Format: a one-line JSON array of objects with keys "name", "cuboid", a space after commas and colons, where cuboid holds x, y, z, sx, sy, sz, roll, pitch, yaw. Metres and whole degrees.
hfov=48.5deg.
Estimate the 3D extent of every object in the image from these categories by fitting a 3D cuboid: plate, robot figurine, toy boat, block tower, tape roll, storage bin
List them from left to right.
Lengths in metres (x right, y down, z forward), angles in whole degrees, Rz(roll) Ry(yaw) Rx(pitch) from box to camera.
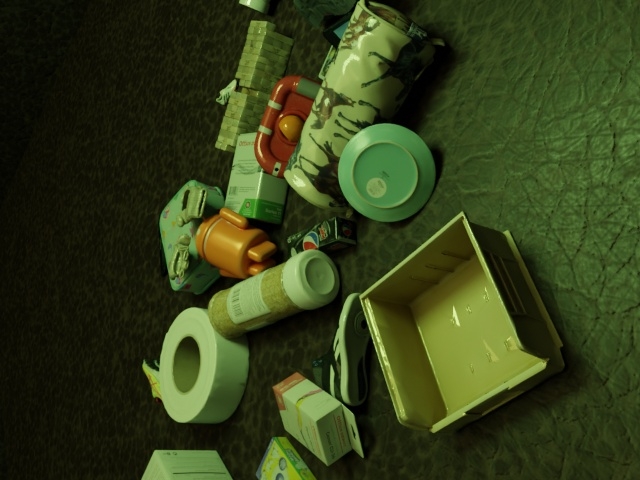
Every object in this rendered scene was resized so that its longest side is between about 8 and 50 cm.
[{"name": "tape roll", "cuboid": [-0.296, 0.312, 1.782, 0.286, 0.100, 0.286, -18, 67, 48]}, {"name": "robot figurine", "cuboid": [-0.209, 0.015, 1.703, 0.219, 0.158, 0.128, 24, 73, 27]}, {"name": "block tower", "cuboid": [-0.168, -0.385, 1.827, 0.091, 0.097, 0.336, 25, 102, 52]}, {"name": "toy boat", "cuboid": [-0.062, -0.247, 1.578, 0.151, 0.150, 0.231, -77, 9, -77]}, {"name": "plate", "cuboid": [0.123, -0.125, 1.341, 0.188, 0.024, 0.188, 4, 105, 14]}, {"name": "storage bin", "cuboid": [0.221, 0.143, 1.157, 0.262, 0.123, 0.261, -43, 49, 35]}]

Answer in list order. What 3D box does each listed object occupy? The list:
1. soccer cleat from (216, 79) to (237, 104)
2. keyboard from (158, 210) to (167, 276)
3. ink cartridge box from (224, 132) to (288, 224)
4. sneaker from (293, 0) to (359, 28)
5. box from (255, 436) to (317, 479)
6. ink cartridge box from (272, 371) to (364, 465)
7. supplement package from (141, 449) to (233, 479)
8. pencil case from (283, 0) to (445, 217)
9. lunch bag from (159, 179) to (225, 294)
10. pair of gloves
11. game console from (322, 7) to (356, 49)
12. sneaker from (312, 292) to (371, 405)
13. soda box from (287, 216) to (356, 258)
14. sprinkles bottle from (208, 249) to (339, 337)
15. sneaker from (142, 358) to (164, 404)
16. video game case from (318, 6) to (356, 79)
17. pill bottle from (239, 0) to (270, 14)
[{"name": "soccer cleat", "cuboid": [-0.263, -0.418, 2.001, 0.083, 0.035, 0.029, -51, 44, 30]}, {"name": "keyboard", "cuboid": [-0.467, 0.006, 2.151, 0.100, 0.038, 0.192, 120, 144, -58]}, {"name": "ink cartridge box", "cuboid": [-0.150, -0.152, 1.739, 0.153, 0.086, 0.209, 8, 86, 53]}, {"name": "sneaker", "cuboid": [0.038, -0.556, 1.535, 0.131, 0.112, 0.319, -44, 19, -8]}, {"name": "box", "cuboid": [-0.065, 0.507, 1.480, 0.179, 0.043, 0.105, 39, 111, 48]}, {"name": "ink cartridge box", "cuboid": [-0.005, 0.354, 1.387, 0.198, 0.067, 0.115, 21, 132, 52]}, {"name": "supplement package", "cuboid": [-0.283, 0.638, 1.607, 0.293, 0.175, 0.178, 43, 112, 48]}, {"name": "pencil case", "cuboid": [0.076, -0.254, 1.414, 0.410, 0.183, 0.160, -64, -2, 21]}, {"name": "lunch bag", "cuboid": [-0.338, -0.008, 1.921, 0.224, 0.107, 0.279, -45, 48, 37]}, {"name": "pair of gloves", "cuboid": [-0.338, -0.021, 1.753, 0.204, 0.042, 0.240, -156, 80, -71]}, {"name": "game console", "cuboid": [0.079, -0.404, 1.494, 0.144, 0.124, 0.085, -19, 40, 46]}, {"name": "sneaker", "cuboid": [0.033, 0.213, 1.409, 0.121, 0.079, 0.217, -7, 76, 49]}, {"name": "soda box", "cuboid": [0.000, 0.000, 1.528, 0.168, 0.060, 0.053, -22, 64, 47]}, {"name": "sprinkles bottle", "cuboid": [-0.113, 0.125, 1.585, 0.355, 0.121, 0.121, -25, 61, 46]}, {"name": "sneaker", "cuboid": [-0.441, 0.395, 1.956, 0.208, 0.081, 0.094, 32, 109, 51]}, {"name": "video game case", "cuboid": [0.081, -0.424, 1.581, 0.173, 0.022, 0.191, 44, 115, 48]}, {"name": "pill bottle", "cuboid": [-0.144, -0.704, 1.874, 0.108, 0.108, 0.194, 39, 110, 49]}]
